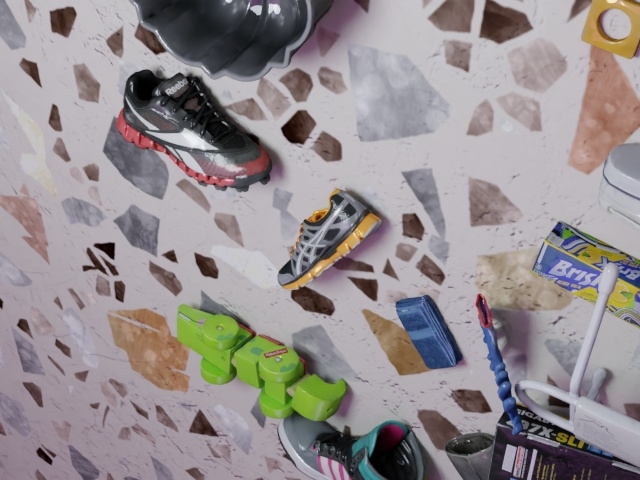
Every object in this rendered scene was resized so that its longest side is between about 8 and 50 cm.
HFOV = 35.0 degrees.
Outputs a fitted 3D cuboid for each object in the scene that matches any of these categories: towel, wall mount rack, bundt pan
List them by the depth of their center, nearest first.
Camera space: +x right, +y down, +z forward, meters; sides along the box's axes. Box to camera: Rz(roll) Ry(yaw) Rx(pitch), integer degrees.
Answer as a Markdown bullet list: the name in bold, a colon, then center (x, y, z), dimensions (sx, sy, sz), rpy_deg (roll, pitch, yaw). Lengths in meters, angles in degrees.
- **wall mount rack**: center (0.413, 0.187, 1.212), dimensions (0.350, 0.130, 0.304), rpy_deg (23, 157, 24)
- **bundt pan**: center (-0.110, -0.374, 1.268), dimensions (0.331, 0.124, 0.330), rpy_deg (21, 132, 25)
- **towel**: center (0.158, 0.138, 1.504), dimensions (0.067, 0.029, 0.119), rpy_deg (-15, 110, 45)

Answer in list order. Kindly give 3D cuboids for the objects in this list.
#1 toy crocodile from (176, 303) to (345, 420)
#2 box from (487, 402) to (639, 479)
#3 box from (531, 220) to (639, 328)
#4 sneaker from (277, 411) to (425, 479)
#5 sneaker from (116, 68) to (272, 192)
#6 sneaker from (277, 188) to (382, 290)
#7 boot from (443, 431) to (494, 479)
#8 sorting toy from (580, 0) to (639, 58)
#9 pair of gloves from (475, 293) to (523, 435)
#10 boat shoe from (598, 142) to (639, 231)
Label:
- **toy crocodile**: center (-0.112, 0.202, 1.727), dimensions (0.341, 0.105, 0.115), rpy_deg (25, 132, 28)
- **box**: center (0.361, 0.415, 1.446), dimensions (0.257, 0.079, 0.322), rpy_deg (15, 116, 24)
- **box**: center (0.353, 0.045, 1.260), dimensions (0.169, 0.054, 0.059), rpy_deg (29, 134, 19)
- **sneaker**: center (0.060, 0.347, 1.673), dimensions (0.295, 0.124, 0.178), rpy_deg (39, 130, 22)
- **sneaker**: center (-0.190, -0.170, 1.501), dimensions (0.276, 0.097, 0.135), rpy_deg (28, 137, 21)
- **sneaker**: center (0.000, 0.000, 1.496), dimensions (0.083, 0.084, 0.215), rpy_deg (50, 128, 0)
- **boot**: center (0.303, 0.391, 1.556), dimensions (0.190, 0.076, 0.208), rpy_deg (-11, 106, 41)
- **sorting toy**: center (0.323, -0.335, 1.006), dimensions (0.196, 0.047, 0.347), rpy_deg (17, 130, 28)
- **pair of gloves**: center (0.238, 0.172, 1.357), dimensions (0.023, 0.198, 0.159), rpy_deg (-16, 151, 8)
- **boat shoe**: center (0.431, -0.013, 1.126), dimensions (0.268, 0.096, 0.088), rpy_deg (27, 138, 22)
